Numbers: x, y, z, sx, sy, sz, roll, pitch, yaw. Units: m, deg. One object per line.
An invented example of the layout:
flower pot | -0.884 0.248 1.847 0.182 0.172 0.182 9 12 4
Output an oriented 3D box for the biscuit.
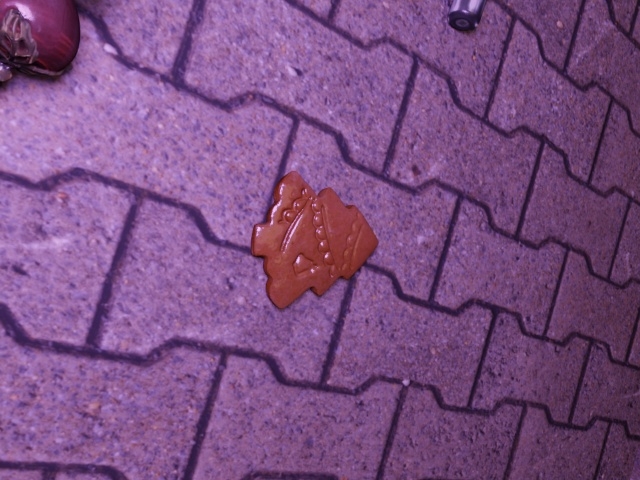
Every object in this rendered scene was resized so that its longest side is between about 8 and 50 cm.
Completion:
biscuit | 0.000 0.000 1.035 0.306 0.043 0.284 0 96 -30

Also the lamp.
lamp | -0.405 -0.330 0.682 0.151 0.215 0.223 -32 132 -70

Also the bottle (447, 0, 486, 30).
bottle | 0.373 -0.627 1.156 0.096 0.079 0.254 22 84 -68
